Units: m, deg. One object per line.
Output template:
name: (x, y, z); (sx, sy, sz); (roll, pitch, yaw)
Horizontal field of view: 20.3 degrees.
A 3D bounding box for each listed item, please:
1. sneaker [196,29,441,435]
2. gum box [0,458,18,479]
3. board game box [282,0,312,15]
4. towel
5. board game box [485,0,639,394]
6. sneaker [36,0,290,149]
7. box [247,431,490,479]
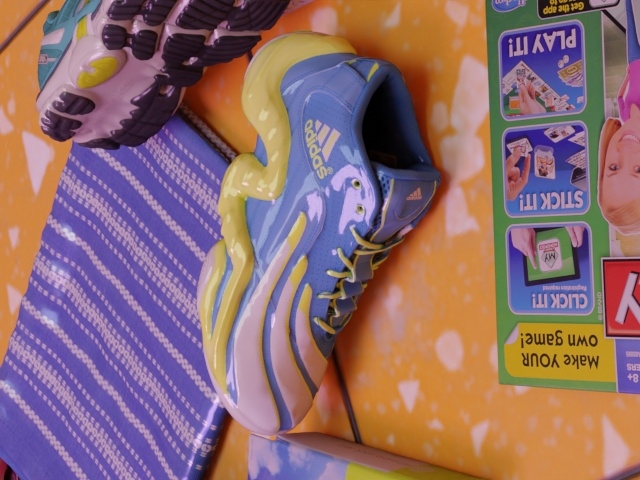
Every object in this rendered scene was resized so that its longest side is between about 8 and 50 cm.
sneaker: (0.000, 0.000, 1.018); (0.126, 0.091, 0.240); (9, 98, 50)
gum box: (-0.284, 0.236, 1.405); (0.107, 0.062, 0.188); (-15, 80, 50)
board game box: (-0.050, -0.186, 1.124); (0.154, 0.026, 0.103); (-17, 78, 50)
towel: (-0.140, 0.064, 1.238); (0.243, 0.040, 0.336); (44, 124, 40)
board game box: (0.201, -0.034, 0.802); (0.317, 0.046, 0.213); (-2, 89, 51)
sneaker: (-0.106, -0.157, 1.096); (0.275, 0.107, 0.110); (-34, 56, 46)
box: (0.024, 0.176, 1.033); (0.178, 0.042, 0.109); (9, 98, 51)
